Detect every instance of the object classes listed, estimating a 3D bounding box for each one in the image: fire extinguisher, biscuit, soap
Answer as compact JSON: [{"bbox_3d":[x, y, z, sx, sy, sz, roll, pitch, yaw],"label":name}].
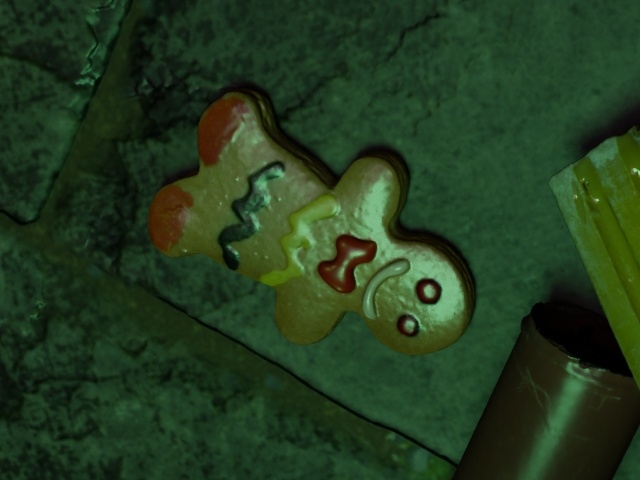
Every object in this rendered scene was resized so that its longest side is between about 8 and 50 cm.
[{"bbox_3d":[0.152,0.217,1.376,0.147,0.106,0.337,17,112,-14],"label":"fire extinguisher"},{"bbox_3d":[0.000,0.000,1.392,0.250,0.036,0.165,33,113,7],"label":"biscuit"},{"bbox_3d":[0.258,0.029,1.249,0.140,0.073,0.232,-32,72,32],"label":"soap"}]
